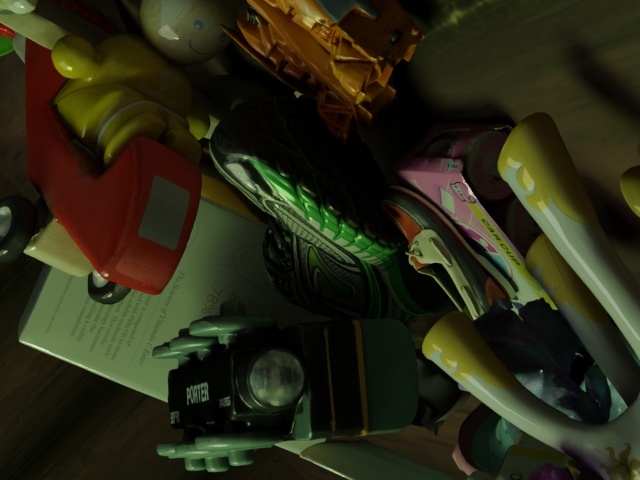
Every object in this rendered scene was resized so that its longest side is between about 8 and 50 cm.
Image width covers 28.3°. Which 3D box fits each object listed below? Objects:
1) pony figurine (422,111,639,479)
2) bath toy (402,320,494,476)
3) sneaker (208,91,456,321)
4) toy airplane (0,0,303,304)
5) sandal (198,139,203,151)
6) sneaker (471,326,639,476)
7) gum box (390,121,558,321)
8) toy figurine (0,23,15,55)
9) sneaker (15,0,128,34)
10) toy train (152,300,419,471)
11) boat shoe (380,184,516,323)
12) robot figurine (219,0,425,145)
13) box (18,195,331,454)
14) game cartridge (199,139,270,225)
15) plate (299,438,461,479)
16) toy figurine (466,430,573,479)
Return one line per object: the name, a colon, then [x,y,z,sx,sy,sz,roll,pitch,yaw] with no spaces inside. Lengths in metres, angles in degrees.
pony figurine: [0.227,0.139,0.829,0.363,0.303,0.351,49,139,32]
bath toy: [0.177,0.225,1.449,0.348,0.129,0.151,38,-158,21]
sneaker: [0.000,0.000,1.103,0.343,0.146,0.134,45,-156,-50]
toy airplane: [-0.184,-0.165,1.167,0.384,0.272,0.386,52,-153,-2]
sandal: [-0.233,-0.153,1.536,0.303,0.120,0.086,33,119,59]
sneaker: [0.216,0.134,1.133,0.150,0.135,0.366,46,153,-5]
gum box: [0.148,-0.014,1.019,0.188,0.062,0.107,50,164,-21]
toy figurine: [-0.350,-0.276,1.528,0.173,0.130,0.159,28,167,-39]
sneaker: [-0.278,-0.253,1.376,0.087,0.092,0.228,-6,138,22]
toy train: [-0.043,0.138,1.173,0.334,0.190,0.142,148,120,-69]
boat shoe: [0.095,0.012,1.022,0.137,0.043,0.049,45,168,5]
robot figurine: [-0.054,-0.210,0.969,0.291,0.085,0.211,42,166,6]
box: [-0.129,0.068,1.398,0.345,0.215,0.168,24,179,-14]
game cartridge: [-0.085,-0.006,1.660,0.285,0.052,0.323,25,158,49]
plate: [0.137,0.262,1.273,0.277,0.045,0.278,21,172,17]
toy figurine: [0.173,0.282,1.026,0.213,0.148,0.209,43,123,-5]
